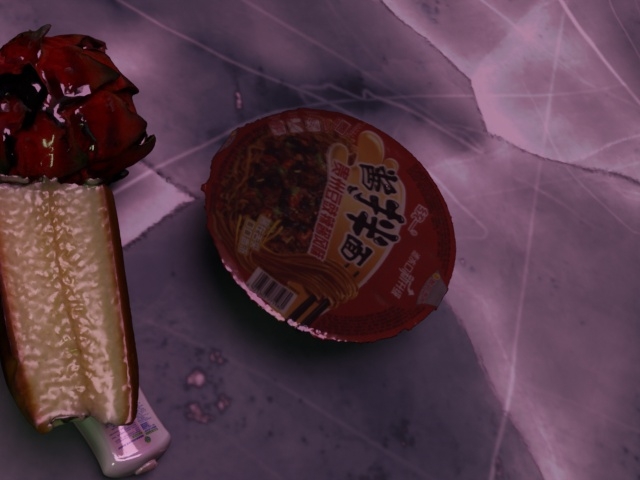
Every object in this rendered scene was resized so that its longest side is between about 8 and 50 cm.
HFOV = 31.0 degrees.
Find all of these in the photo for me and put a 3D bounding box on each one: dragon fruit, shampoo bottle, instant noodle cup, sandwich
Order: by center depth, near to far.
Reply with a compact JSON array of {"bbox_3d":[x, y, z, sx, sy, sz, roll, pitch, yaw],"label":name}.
[{"bbox_3d":[-0.226,0.066,1.006,0.122,0.128,0.235,-8,66,-11],"label":"sandwich"},{"bbox_3d":[-0.179,0.166,1.034,0.072,0.043,0.099,-25,74,-37],"label":"shampoo bottle"},{"bbox_3d":[-0.257,-0.115,1.093,0.182,0.182,0.188,38,54,1],"label":"dragon fruit"},{"bbox_3d":[0.000,0.000,1.185,0.274,0.090,0.274,11,57,-17],"label":"instant noodle cup"}]
